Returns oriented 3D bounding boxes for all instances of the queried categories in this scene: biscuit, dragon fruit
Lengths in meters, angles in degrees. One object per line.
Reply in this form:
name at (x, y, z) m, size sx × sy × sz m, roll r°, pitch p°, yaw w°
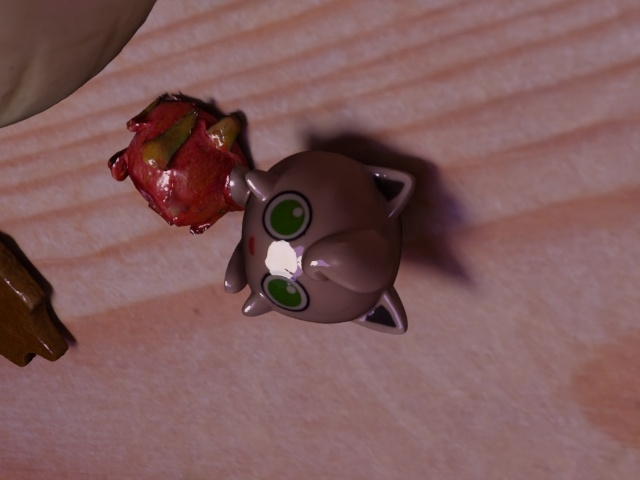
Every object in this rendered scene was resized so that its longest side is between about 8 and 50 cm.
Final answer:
biscuit at (-0.327, 0.044, 1.731) m, size 0.215 × 0.034 × 0.182 m, roll 37°, pitch 147°, yaw 11°
dragon fruit at (-0.109, -0.049, 1.361) m, size 0.126 × 0.068 × 0.112 m, roll 11°, pitch 136°, yaw 42°

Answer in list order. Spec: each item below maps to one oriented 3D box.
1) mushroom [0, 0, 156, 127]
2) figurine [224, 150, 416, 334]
mushroom at (-0.209, -0.224, 1.116) m, size 0.315 × 0.356 × 0.315 m, roll 4°, pitch 119°, yaw 7°
figurine at (0.000, 0.000, 1.241) m, size 0.138 × 0.125 × 0.125 m, roll 12°, pitch 136°, yaw 22°
